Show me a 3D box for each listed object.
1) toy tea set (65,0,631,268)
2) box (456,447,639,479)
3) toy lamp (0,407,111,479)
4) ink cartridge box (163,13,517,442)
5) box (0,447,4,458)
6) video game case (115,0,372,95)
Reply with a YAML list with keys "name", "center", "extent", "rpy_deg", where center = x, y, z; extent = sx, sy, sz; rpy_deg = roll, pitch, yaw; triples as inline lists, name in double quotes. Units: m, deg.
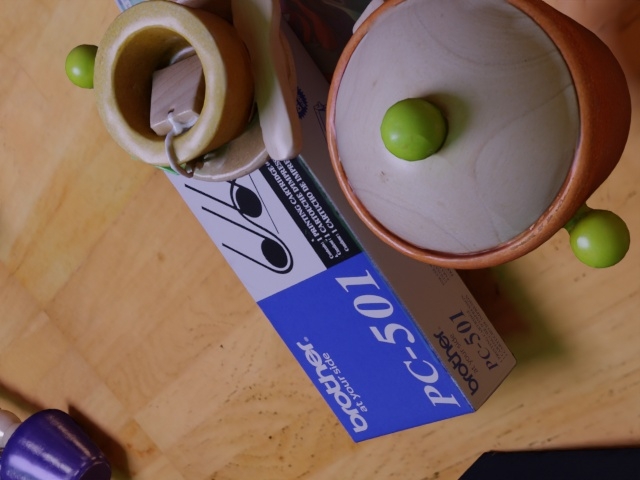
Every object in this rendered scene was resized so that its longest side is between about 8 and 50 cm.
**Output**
- name: "toy tea set"
  center: [-0.026, -0.102, 0.427]
  extent: [0.336, 0.124, 0.200]
  rpy_deg: [7, 102, 29]
- name: "box"
  center: [0.175, 0.235, 0.569]
  extent: [0.184, 0.103, 0.261]
  rpy_deg: [-20, 104, 53]
- name: "toy lamp"
  center: [-0.287, 0.145, 0.960]
  extent: [0.275, 0.080, 0.080]
  rpy_deg: [22, 133, 31]
- name: "ink cartridge box"
  center: [0.000, 0.000, 0.574]
  extent: [0.207, 0.046, 0.097]
  rpy_deg: [55, 141, -6]
- name: "box"
  center: [-0.322, 0.286, 1.001]
  extent: [0.168, 0.203, 0.167]
  rpy_deg: [11, 127, 38]
- name: "video game case"
  center: [-0.025, -0.106, 0.569]
  extent: [0.183, 0.023, 0.201]
  rpy_deg: [-11, 111, 46]
